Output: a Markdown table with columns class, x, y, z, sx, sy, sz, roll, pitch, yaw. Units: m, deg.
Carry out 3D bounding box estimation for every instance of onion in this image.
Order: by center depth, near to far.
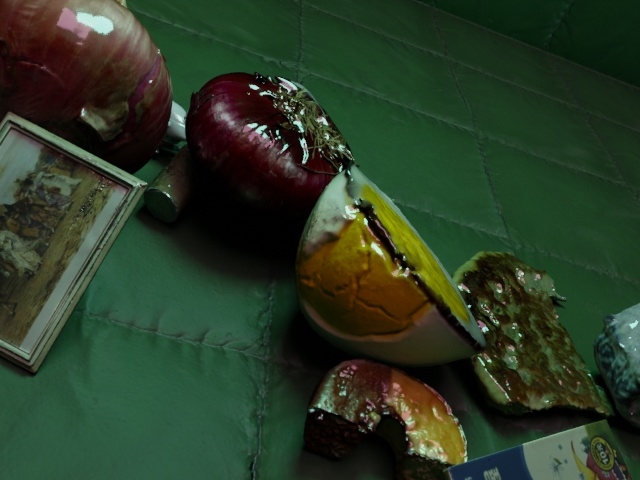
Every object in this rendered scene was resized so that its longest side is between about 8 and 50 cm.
| class | x | y | z | sx | sy | sz | roll | pitch | yaw |
| --- | --- | --- | --- | --- | --- | --- | --- | --- | --- |
| onion | -0.396 | -0.226 | 1.016 | 0.353 | 0.354 | 0.354 | 16 | 36 | -12 |
| onion | -0.092 | -0.142 | 1.156 | 0.313 | 0.232 | 0.314 | 35 | 27 | -20 |

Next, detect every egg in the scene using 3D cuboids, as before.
| class | x | y | z | sx | sy | sz | roll | pitch | yaw |
| --- | --- | --- | --- | --- | --- | --- | --- | --- | --- |
| egg | 0.075 | 0.067 | 1.026 | 0.337 | 0.201 | 0.337 | 50 | 16 | -20 |

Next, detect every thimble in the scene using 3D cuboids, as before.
| class | x | y | z | sx | sy | sz | roll | pitch | yaw |
| --- | --- | --- | --- | --- | --- | --- | --- | --- | --- |
| thimble | 0.591 | 0.211 | 1.147 | 0.245 | 0.217 | 0.157 | 10 | 36 | -11 |

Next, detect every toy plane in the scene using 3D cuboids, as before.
| class | x | y | z | sx | sy | sz | roll | pitch | yaw |
| --- | --- | --- | --- | --- | --- | --- | --- | --- | --- |
| toy plane | -0.321 | -0.253 | 1.288 | 0.181 | 0.107 | 0.273 | 3 | 36 | -37 |

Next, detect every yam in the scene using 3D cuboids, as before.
| class | x | y | z | sx | sy | sz | roll | pitch | yaw |
| --- | --- | --- | --- | --- | --- | --- | --- | --- | --- |
| yam | -0.235 | -0.099 | 1.164 | 0.078 | 0.078 | 0.179 | 24 | 38 | -1 |

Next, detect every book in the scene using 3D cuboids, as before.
| class | x | y | z | sx | sy | sz | roll | pitch | yaw |
| --- | --- | --- | --- | --- | --- | --- | --- | --- | --- |
| book | 0.312 | 0.367 | 0.877 | 0.322 | 0.018 | 0.229 | -3 | 65 | -35 |

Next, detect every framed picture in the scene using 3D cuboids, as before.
| class | x | y | z | sx | sy | sz | roll | pitch | yaw |
| --- | --- | --- | --- | --- | --- | --- | --- | --- | --- |
| framed picture | -0.372 | -0.005 | 0.855 | 0.217 | 0.017 | 0.275 | 26 | 78 | 4 |

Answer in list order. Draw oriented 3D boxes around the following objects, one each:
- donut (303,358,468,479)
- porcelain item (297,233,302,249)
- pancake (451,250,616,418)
| class | x | y | z | sx | sy | sz | roll | pitch | yaw |
| --- | --- | --- | --- | --- | --- | --- | --- | --- | --- |
| donut | 0.083 | 0.242 | 0.908 | 0.217 | 0.085 | 0.141 | 25 | 35 | -2 |
| porcelain item | 0.000 | 0.000 | 1.199 | 0.084 | 0.054 | 0.213 | 20 | 36 | -5 |
| pancake | 0.346 | 0.155 | 1.221 | 0.304 | 0.067 | 0.427 | 22 | 33 | -18 |
